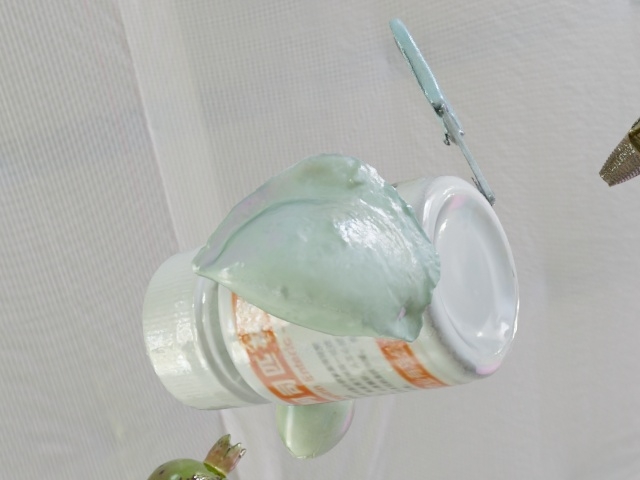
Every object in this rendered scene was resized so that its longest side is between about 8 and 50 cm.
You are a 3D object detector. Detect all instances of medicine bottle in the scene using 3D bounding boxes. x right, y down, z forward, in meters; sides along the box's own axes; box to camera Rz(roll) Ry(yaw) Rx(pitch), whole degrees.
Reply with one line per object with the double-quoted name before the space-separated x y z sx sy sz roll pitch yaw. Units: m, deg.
"medicine bottle" 0.005 0.068 1.135 0.371 0.211 0.211 -14 -47 35

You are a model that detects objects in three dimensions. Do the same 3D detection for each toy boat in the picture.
"toy boat" 0.335 -0.107 1.046 0.049 0.047 0.149 -23 -22 -53

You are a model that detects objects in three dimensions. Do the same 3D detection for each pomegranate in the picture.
"pomegranate" -0.193 0.398 1.658 0.205 0.159 0.159 -54 -52 -24

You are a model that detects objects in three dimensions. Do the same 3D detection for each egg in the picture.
"egg" -0.008 0.245 1.542 0.114 0.114 0.152 42 -120 -34

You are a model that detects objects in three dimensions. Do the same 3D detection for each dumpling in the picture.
"dumpling" -0.002 0.010 0.930 0.216 0.149 0.105 11 -38 4

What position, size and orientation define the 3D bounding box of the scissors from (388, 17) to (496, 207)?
"scissors" 0.155 -0.138 1.281 0.029 0.360 0.191 -27 -55 10
